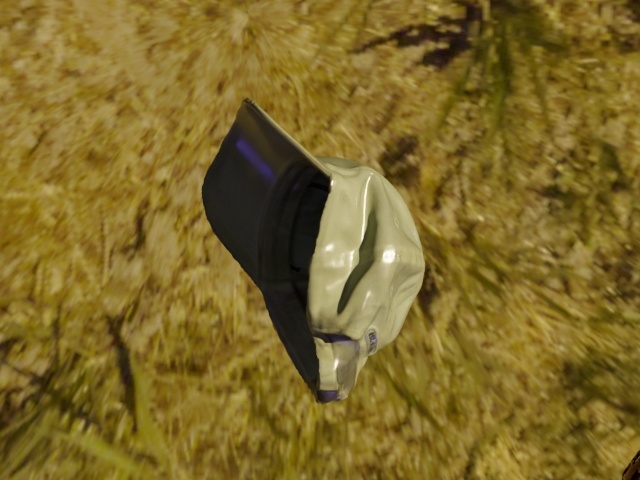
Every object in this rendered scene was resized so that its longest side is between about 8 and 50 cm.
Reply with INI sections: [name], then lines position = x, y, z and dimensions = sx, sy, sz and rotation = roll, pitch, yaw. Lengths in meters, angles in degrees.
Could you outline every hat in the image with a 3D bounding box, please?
[hat]
position = -0.006, -0.002, 0.863
dimensions = 0.166, 0.081, 0.122
rotation = 47, 131, 21

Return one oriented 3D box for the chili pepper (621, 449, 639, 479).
[chili pepper]
position = 0.077, 0.137, 0.330
dimensions = 0.110, 0.110, 0.387
rotation = 35, 83, -7
